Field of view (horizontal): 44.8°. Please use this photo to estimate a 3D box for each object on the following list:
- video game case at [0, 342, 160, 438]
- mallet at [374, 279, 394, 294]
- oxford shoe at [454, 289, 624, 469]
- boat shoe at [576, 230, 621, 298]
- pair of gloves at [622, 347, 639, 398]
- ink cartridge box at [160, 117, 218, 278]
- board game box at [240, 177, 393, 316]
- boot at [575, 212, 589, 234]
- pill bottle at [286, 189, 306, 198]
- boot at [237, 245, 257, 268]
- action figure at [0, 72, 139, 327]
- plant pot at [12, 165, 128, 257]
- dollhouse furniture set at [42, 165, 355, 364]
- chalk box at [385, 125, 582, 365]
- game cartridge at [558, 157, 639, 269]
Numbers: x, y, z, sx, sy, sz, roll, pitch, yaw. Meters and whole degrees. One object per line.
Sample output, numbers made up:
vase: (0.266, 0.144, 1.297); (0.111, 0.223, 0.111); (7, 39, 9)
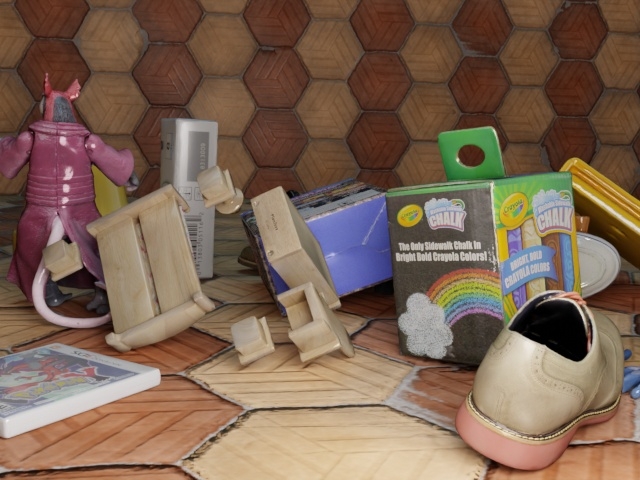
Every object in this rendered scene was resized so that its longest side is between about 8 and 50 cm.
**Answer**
video game case: (-0.312, 0.156, 0.849); (0.183, 0.023, 0.201); (6, 10, 33)
mallet: (0.142, 0.076, 1.470); (0.039, 0.062, 0.190); (9, -4, 20)
oxford shoe: (0.257, 0.112, 0.792); (0.123, 0.130, 0.348); (24, 21, 24)
boat shoe: (0.312, 0.053, 1.282); (0.367, 0.135, 0.156); (0, 8, 10)
pair of gloves: (0.373, 0.157, 0.959); (0.198, 0.023, 0.159); (10, 10, 43)
ink cartridge box: (-0.316, -0.100, 1.637); (0.091, 0.308, 0.385); (-1, 8, -26)
board game box: (0.000, 0.000, 1.357); (0.232, 0.141, 0.291); (-18, 11, -7)
boot: (0.453, 0.014, 1.505); (0.073, 0.152, 0.197); (-3, 9, -27)
pill bottle: (0.010, -0.040, 1.863); (0.219, 0.122, 0.123); (12, 3, -25)
boot: (-0.018, 0.013, 1.586); (0.305, 0.115, 0.112); (0, 11, 5)
action figure: (-0.416, -0.071, 1.201); (0.248, 0.370, 0.276); (-2, 11, -7)
plant pot: (-0.497, -0.061, 1.586); (0.254, 0.239, 0.254); (1, 9, 0)
dollhouse furniture set: (-0.166, 0.093, 1.056); (0.356, 0.303, 0.174); (-24, -34, 7)
chalk box: (0.211, 0.000, 1.005); (0.179, 0.288, 0.180); (-8, 5, -42)
game cartridge: (0.561, -0.027, 1.447); (0.285, 0.052, 0.324); (39, 5, 14)
